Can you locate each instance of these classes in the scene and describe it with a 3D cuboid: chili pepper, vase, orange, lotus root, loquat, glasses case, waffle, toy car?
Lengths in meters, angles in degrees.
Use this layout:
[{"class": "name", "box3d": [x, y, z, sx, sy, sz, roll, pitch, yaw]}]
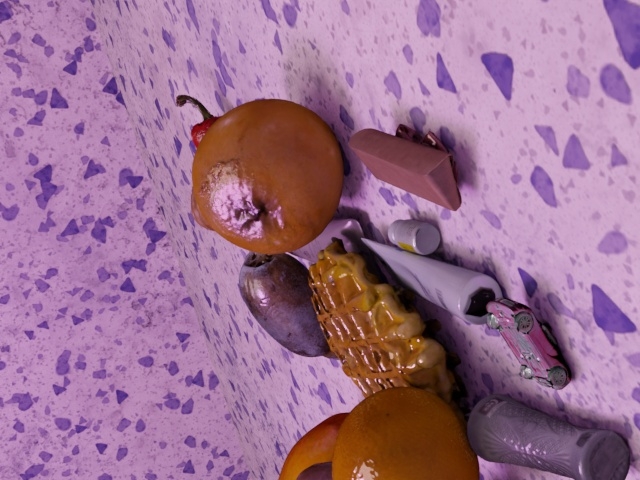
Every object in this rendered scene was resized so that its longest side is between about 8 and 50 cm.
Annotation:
[{"class": "chili pepper", "box3d": [-0.208, -0.173, 1.782, 0.387, 0.110, 0.110, 63, 161, -6]}, {"class": "vase", "box3d": [0.291, 0.261, 0.998, 0.219, 0.096, 0.096, -5, 108, 66]}, {"class": "orange", "box3d": [0.123, 0.330, 1.133, 0.236, 0.236, 0.236, 52, 156, 36]}, {"class": "lotus root", "box3d": [-0.054, 0.152, 1.594, 0.158, 0.140, 0.322, 19, 147, 57]}, {"class": "loquat", "box3d": [-0.087, -0.109, 1.310, 0.263, 0.263, 0.263, 52, 156, 36]}, {"class": "glasses case", "box3d": [0.134, -0.102, 1.053, 0.102, 0.070, 0.193, 46, 172, -34]}, {"class": "waffle", "box3d": [0.106, 0.196, 1.349, 0.382, 0.095, 0.379, 38, 153, 47]}, {"class": "toy car", "box3d": [0.262, 0.125, 0.969, 0.142, 0.055, 0.069, 56, 163, -10]}]

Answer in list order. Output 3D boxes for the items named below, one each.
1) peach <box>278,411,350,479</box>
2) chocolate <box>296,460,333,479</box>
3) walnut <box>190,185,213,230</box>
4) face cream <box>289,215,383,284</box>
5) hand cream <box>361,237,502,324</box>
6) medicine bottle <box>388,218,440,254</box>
[{"class": "peach", "box3d": [0.068, 0.524, 1.546, 0.372, 0.290, 0.372, -39, 44, 52]}, {"class": "chocolate", "box3d": [0.065, 0.462, 1.336, 0.083, 0.261, 0.161, 9, -111, -72]}, {"class": "walnut", "box3d": [-0.172, -0.111, 1.620, 0.213, 0.213, 0.213, 52, 156, 36]}, {"class": "face cream", "box3d": [0.000, 0.000, 1.468, 0.314, 0.089, 0.143, 20, 136, 56]}, {"class": "hand cream", "box3d": [0.155, 0.060, 1.157, 0.109, 0.067, 0.321, 51, 167, -20]}, {"class": "medicine bottle", "box3d": [0.137, -0.007, 1.151, 0.083, 0.047, 0.047, 16, 127, 65]}]
